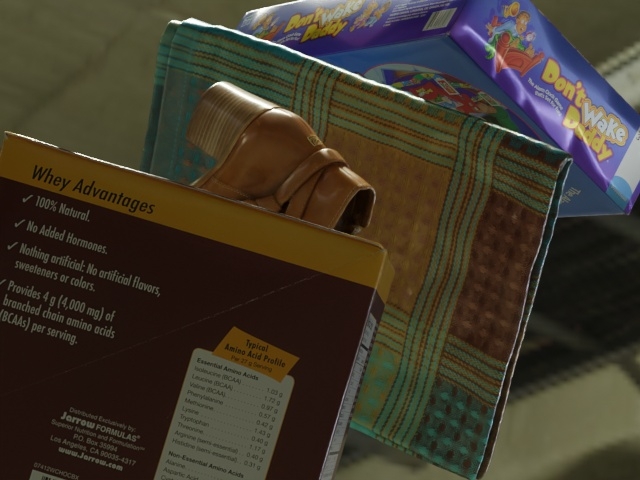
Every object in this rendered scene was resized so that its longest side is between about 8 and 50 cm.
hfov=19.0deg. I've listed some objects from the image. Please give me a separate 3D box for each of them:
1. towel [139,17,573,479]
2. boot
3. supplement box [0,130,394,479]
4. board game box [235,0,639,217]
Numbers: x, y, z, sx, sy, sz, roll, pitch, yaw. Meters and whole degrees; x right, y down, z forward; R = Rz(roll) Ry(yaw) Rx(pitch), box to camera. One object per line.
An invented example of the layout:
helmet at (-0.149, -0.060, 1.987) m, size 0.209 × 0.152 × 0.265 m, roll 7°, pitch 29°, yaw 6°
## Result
towel at (0.000, 0.000, 1.493) m, size 0.370 × 0.271 × 0.040 m, roll 22°, pitch 19°, yaw 30°
boot at (-0.045, 0.004, 1.336) m, size 0.152 × 0.073 × 0.197 m, roll 36°, pitch -55°, yaw 31°
supplement box at (-0.082, 0.073, 0.936) m, size 0.191 × 0.194 × 0.129 m, roll 17°, pitch -4°, yaw 6°
board game box at (0.090, -0.114, 1.650) m, size 0.233 × 0.078 × 0.347 m, roll 42°, pitch -24°, yaw -27°
